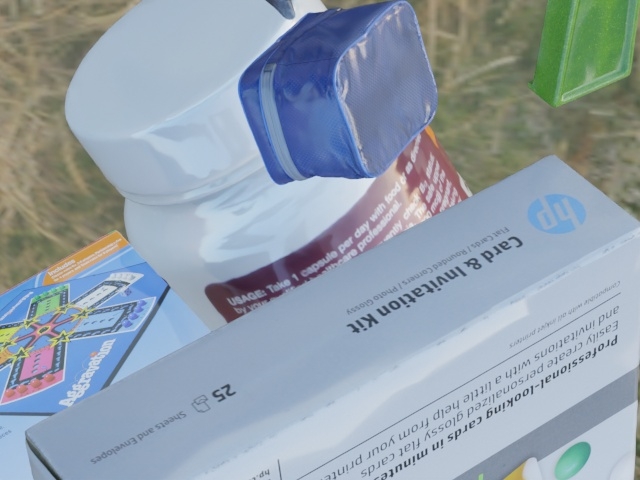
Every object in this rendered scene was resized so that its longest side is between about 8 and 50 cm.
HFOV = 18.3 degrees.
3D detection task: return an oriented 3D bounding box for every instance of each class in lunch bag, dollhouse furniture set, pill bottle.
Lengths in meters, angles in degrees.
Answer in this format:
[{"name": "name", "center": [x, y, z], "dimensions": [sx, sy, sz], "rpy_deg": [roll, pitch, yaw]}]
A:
[{"name": "lunch bag", "center": [0.007, -0.073, 0.950], "dimensions": [0.098, 0.065, 0.067], "rpy_deg": [-46, 125, -49]}, {"name": "dollhouse furniture set", "center": [0.062, -0.121, 0.747], "dimensions": [0.076, 0.151, 0.058], "rpy_deg": [-25, 142, -25]}, {"name": "pill bottle", "center": [0.000, 0.000, 1.430], "dimensions": [0.224, 0.224, 0.392], "rpy_deg": [-41, 123, -9]}]

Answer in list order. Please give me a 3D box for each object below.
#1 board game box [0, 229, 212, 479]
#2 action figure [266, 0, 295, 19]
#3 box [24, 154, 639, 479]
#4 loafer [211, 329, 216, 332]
[{"name": "board game box", "center": [-0.190, 0.109, 1.137], "dimensions": [0.281, 0.027, 0.145], "rpy_deg": [-31, 61, -25]}, {"name": "action figure", "center": [-0.010, -0.199, 0.816], "dimensions": [0.276, 0.141, 0.164], "rpy_deg": [-38, 108, -16]}, {"name": "box", "center": [0.012, 0.086, 0.491], "dimensions": [0.145, 0.038, 0.186], "rpy_deg": [-27, 137, -23]}, {"name": "loafer", "center": [-0.133, 0.167, 1.278], "dimensions": [0.267, 0.096, 0.084], "rpy_deg": [-36, 145, 0]}]
